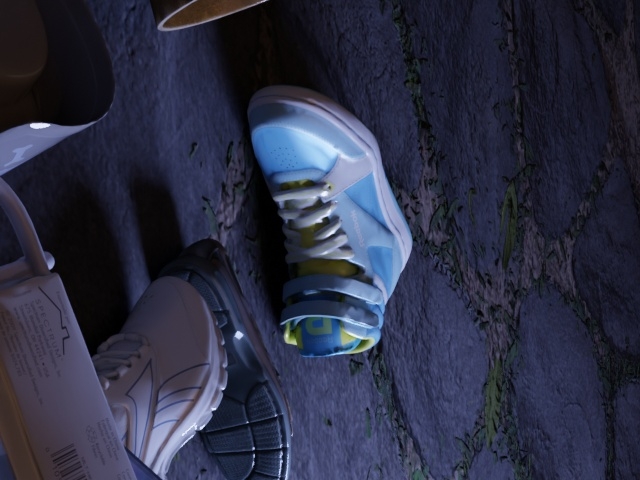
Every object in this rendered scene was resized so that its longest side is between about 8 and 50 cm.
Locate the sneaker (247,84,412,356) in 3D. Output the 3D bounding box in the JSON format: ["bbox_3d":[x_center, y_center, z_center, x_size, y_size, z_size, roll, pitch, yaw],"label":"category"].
[{"bbox_3d":[0.000,0.000,1.796,0.319,0.127,0.208,55,40,-43],"label":"sneaker"}]

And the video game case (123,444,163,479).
[{"bbox_3d":[-0.220,0.221,1.330,0.274,0.026,0.196,48,48,-33],"label":"video game case"}]

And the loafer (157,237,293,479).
[{"bbox_3d":[-0.078,0.123,1.673,0.084,0.096,0.268,-54,131,-58],"label":"loafer"}]

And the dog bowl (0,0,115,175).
[{"bbox_3d":[-0.297,-0.178,1.130,0.349,0.102,0.349,43,20,-20],"label":"dog bowl"}]

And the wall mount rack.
[{"bbox_3d":[-0.193,0.121,1.117,0.304,0.130,0.350,-23,94,-65],"label":"wall mount rack"}]

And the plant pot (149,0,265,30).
[{"bbox_3d":[-0.088,-0.360,1.601,0.237,0.237,0.254,-24,93,-60],"label":"plant pot"}]

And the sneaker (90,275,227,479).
[{"bbox_3d":[-0.172,0.146,1.482,0.129,0.111,0.297,52,42,-39],"label":"sneaker"}]
